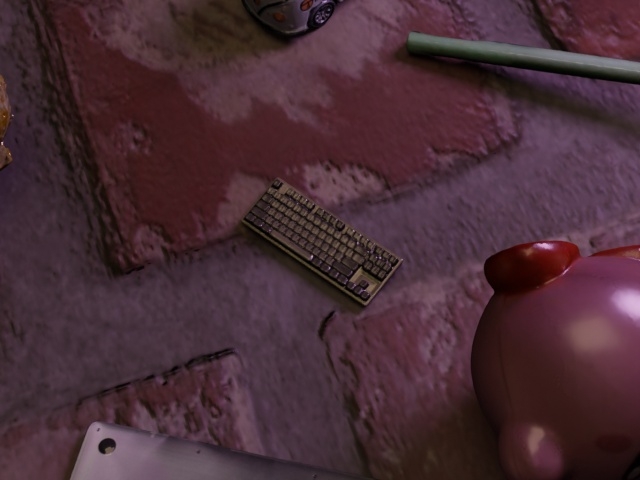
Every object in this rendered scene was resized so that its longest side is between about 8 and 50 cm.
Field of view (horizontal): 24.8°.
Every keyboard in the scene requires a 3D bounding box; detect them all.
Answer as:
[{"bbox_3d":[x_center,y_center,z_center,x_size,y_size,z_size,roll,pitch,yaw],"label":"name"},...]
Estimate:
[{"bbox_3d":[0.000,0.000,1.146,0.129,0.015,0.049,35,70,21],"label":"keyboard"}]

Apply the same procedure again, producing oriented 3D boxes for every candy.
[{"bbox_3d":[0.276,-0.128,1.150,0.440,0.119,0.119,11,63,19],"label":"candy"}]

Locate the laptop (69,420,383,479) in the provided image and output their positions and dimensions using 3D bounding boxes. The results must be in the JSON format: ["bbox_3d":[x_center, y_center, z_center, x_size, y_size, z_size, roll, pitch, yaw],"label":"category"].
[{"bbox_3d":[-0.067,0.237,1.024,0.269,0.015,0.187,10,63,12],"label":"laptop"}]

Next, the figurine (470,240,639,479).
[{"bbox_3d":[0.186,0.090,0.995,0.173,0.173,0.173,-3,61,5],"label":"figurine"}]

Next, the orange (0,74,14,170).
[{"bbox_3d":[-0.314,-0.084,1.155,0.156,0.134,0.156,-23,19,8],"label":"orange"}]

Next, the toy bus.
[{"bbox_3d":[0.014,-0.263,1.246,0.194,0.089,0.087,-39,65,-14],"label":"toy bus"}]
